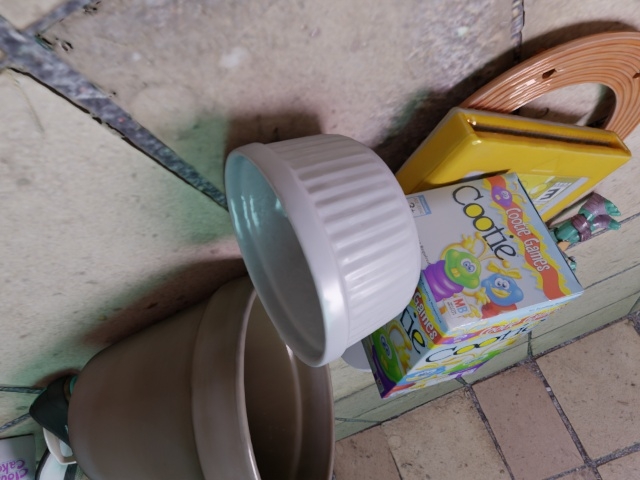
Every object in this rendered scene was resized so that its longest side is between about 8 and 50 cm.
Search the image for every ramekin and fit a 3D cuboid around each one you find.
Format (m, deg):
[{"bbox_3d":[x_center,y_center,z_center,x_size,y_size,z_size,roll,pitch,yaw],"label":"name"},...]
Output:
[{"bbox_3d":[0.000,0.000,0.477,0.109,0.207,0.207,-21,155,-21],"label":"ramekin"}]

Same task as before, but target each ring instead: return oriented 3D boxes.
[{"bbox_3d":[0.247,-0.116,0.627,0.337,0.032,0.336,-17,153,-9],"label":"ring"}]

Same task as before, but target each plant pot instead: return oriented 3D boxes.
[{"bbox_3d":[-0.158,0.221,0.692,0.280,0.323,0.323,-12,156,16],"label":"plant pot"}]

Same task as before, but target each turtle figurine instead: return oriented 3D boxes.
[{"bbox_3d":[0.422,0.025,0.921,0.234,0.118,0.175,-44,164,10],"label":"turtle figurine"}]

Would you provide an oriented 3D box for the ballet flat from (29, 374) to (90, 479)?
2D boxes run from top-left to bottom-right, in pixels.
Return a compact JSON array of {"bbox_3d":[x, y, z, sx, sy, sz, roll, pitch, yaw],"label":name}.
[{"bbox_3d":[-0.348,0.333,0.805,0.096,0.280,0.095,-29,-165,-2],"label":"ballet flat"}]

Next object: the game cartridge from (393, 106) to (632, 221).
[{"bbox_3d":[0.178,-0.025,0.652,0.285,0.052,0.323,-2,147,-32],"label":"game cartridge"}]

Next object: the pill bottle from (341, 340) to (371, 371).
[{"bbox_3d":[0.157,0.170,0.939,0.160,0.160,0.283,-36,150,25],"label":"pill bottle"}]

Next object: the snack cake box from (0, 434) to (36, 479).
[{"bbox_3d":[-0.651,0.456,0.946,0.152,0.089,0.264,10,139,-45],"label":"snack cake box"}]

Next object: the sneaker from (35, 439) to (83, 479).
[{"bbox_3d":[-0.394,0.499,1.018,0.257,0.169,0.447,20,140,-6],"label":"sneaker"}]

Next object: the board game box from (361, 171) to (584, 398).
[{"bbox_3d":[0.138,0.068,0.594,0.142,0.144,0.275,-12,153,-13],"label":"board game box"}]
